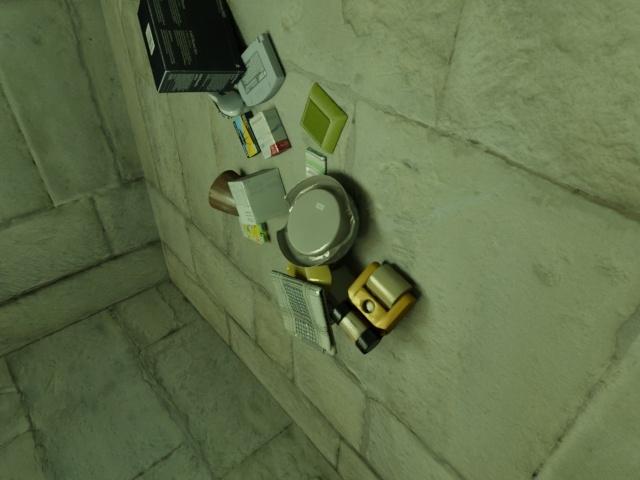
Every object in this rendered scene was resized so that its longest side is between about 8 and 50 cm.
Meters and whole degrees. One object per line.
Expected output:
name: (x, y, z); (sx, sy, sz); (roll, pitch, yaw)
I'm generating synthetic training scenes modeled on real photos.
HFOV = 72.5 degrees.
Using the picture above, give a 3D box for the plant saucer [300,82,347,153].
plant saucer: (-0.004, -0.428, 1.561); (0.188, 0.045, 0.188); (51, 146, 18)

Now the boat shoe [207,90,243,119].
boat shoe: (-0.414, -0.599, 1.948); (0.306, 0.113, 0.105); (39, 160, 42)

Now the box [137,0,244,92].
box: (-0.513, -0.780, 1.723); (0.179, 0.312, 0.343); (-20, 84, 59)

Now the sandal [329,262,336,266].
sandal: (-0.007, -0.002, 1.851); (0.102, 0.076, 0.265); (12, 123, 51)

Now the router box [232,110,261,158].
router box: (-0.323, -0.477, 1.979); (0.133, 0.046, 0.179); (-12, 103, 57)

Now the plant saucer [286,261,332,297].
plant saucer: (-0.065, 0.135, 1.818); (0.333, 0.081, 0.333); (110, 151, -46)

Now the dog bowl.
dog bowl: (-0.007, -0.064, 1.633); (0.348, 0.102, 0.349); (-10, 74, 35)

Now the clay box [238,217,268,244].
clay box: (-0.350, -0.062, 2.319); (0.222, 0.053, 0.127); (20, 129, 46)

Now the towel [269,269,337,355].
towel: (-0.074, 0.291, 1.735); (0.312, 0.056, 0.324); (14, 126, 45)

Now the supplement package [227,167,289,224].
supplement package: (-0.277, -0.200, 1.979); (0.149, 0.194, 0.203); (8, 119, 53)

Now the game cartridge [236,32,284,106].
game cartridge: (-0.250, -0.657, 1.738); (0.297, 0.062, 0.198); (-10, 109, 57)

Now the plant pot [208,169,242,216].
plant pot: (-0.397, -0.206, 2.168); (0.230, 0.215, 0.215); (29, 137, 20)

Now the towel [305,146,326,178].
towel: (-0.022, -0.279, 1.719); (0.113, 0.023, 0.152); (37, 140, 36)

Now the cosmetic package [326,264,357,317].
cosmetic package: (0.052, 0.257, 1.891); (0.129, 0.153, 0.296); (49, 147, 20)

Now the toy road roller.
toy road roller: (0.218, 0.255, 1.655); (0.202, 0.240, 0.329); (45, 107, 26)

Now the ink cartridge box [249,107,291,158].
ink cartridge box: (-0.210, -0.443, 1.817); (0.127, 0.072, 0.175); (-8, 106, 57)
